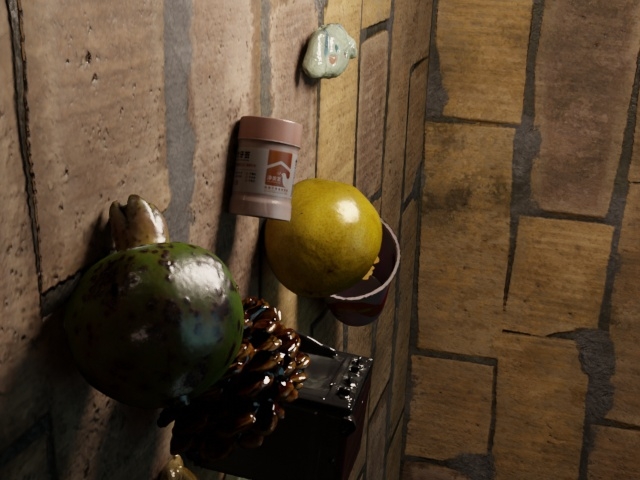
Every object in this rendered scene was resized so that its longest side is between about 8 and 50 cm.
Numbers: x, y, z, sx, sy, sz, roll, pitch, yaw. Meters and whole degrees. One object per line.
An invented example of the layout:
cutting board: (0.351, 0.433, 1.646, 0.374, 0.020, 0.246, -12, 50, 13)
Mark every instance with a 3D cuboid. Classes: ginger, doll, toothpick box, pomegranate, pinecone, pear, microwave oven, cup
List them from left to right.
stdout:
pomegranate: (-0.182, 0.065, 1.002, 0.202, 0.202, 0.248, 57, 12, -68)
ginger: (-0.197, 0.347, 1.312, 0.057, 0.044, 0.137, -55, 153, -24)
pinecone: (-0.130, 0.159, 1.180, 0.221, 0.221, 0.222, 7, 90, -75)
toothpick box: (-0.084, -0.109, 1.406, 0.098, 0.098, 0.149, 7, 91, -75)
microwave oven: (-0.055, 0.256, 1.397, 0.178, 0.247, 0.188, -57, 157, -64)
pear: (0.000, 0.000, 1.579, 0.209, 0.208, 0.209, 7, 90, -75)
doll: (0.015, -0.354, 1.726, 0.214, 0.071, 0.104, -38, 126, -60)
cup: (0.072, 0.080, 1.959, 0.288, 0.202, 0.203, 79, 23, -68)

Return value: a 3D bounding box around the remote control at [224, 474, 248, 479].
remote control: (-0.141, 0.426, 1.582, 0.123, 0.038, 0.285, 74, 29, -53)
